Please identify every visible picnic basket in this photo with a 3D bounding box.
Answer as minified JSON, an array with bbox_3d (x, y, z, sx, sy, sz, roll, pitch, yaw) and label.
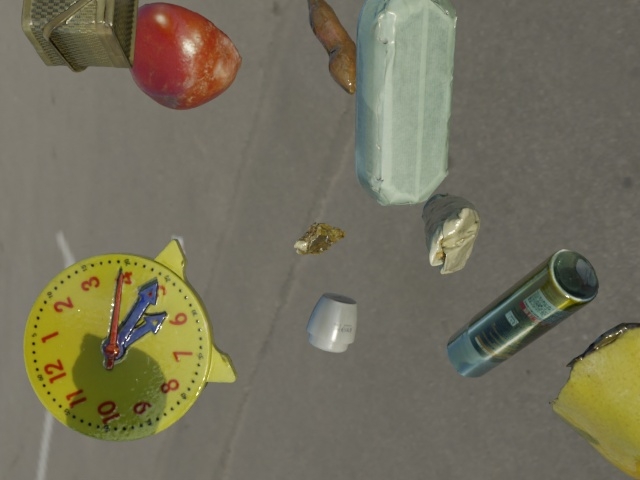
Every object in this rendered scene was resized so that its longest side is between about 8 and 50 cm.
[{"bbox_3d":[-0.371,-0.409,1.601,0.165,0.139,0.266,86,-175,-75],"label":"picnic basket"}]

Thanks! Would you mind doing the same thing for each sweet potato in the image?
[{"bbox_3d":[0.024,-0.337,1.707,0.051,0.065,0.218,-40,62,39],"label":"sweet potato"}]

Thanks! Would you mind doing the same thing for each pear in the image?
[{"bbox_3d":[0.444,0.220,1.302,0.178,0.267,0.267,63,146,31],"label":"pear"}]

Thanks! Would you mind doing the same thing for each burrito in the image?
[{"bbox_3d":[0.158,-0.017,1.250,0.082,0.059,0.275,-57,2,8],"label":"burrito"}]

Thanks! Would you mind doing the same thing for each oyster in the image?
[{"bbox_3d":[0.000,-0.003,1.721,0.034,0.093,0.051,44,162,48],"label":"oyster"}]

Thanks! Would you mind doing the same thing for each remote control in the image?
[{"bbox_3d":[0.088,-0.146,1.045,0.052,0.104,0.247,-128,32,-55],"label":"remote control"}]

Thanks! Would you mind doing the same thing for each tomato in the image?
[{"bbox_3d":[-0.262,-0.318,1.862,0.201,0.233,0.139,3,68,27],"label":"tomato"}]

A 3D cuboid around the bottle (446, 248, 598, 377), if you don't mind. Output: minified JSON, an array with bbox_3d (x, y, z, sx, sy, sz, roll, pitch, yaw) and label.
[{"bbox_3d":[0.280,0.112,1.445,0.286,0.082,0.082,-50,57,52],"label":"bottle"}]

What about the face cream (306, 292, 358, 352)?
[{"bbox_3d":[0.024,0.149,1.835,0.091,0.091,0.095,30,108,52],"label":"face cream"}]

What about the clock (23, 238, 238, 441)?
[{"bbox_3d":[-0.293,0.154,1.477,0.277,0.294,0.071,61,-176,0],"label":"clock"}]
